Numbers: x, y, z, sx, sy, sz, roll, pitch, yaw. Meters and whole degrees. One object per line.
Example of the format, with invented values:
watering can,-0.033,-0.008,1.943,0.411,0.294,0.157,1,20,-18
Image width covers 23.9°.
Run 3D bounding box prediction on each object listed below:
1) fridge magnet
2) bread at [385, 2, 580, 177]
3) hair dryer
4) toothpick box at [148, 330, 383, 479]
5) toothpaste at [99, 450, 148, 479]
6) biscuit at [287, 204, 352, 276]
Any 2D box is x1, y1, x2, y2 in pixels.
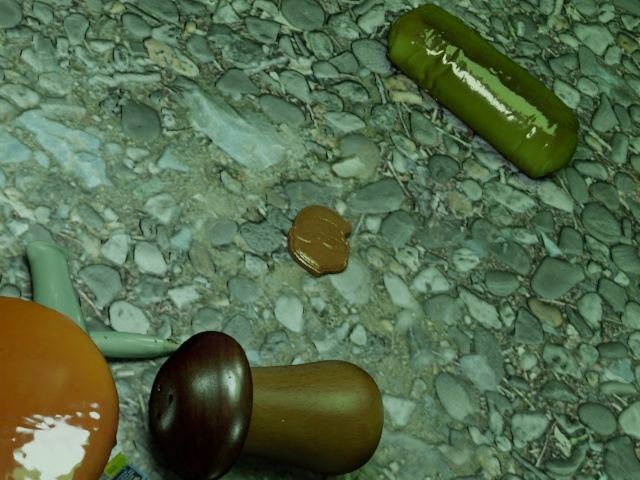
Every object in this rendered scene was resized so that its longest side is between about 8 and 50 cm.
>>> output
fridge magnet,-0.404,0.217,1.698,0.364,0.155,0.363,-2,48,3
bread,0.288,-0.268,2.595,0.383,0.112,0.166,40,45,5
hair dryer,-0.275,0.105,2.006,0.237,0.075,0.206,15,42,-30
toothpick box,-0.073,0.218,1.939,0.294,0.192,0.192,8,51,-32
toothpaste,-0.295,0.326,1.814,0.070,0.044,0.193,42,45,5
biscuit,0.000,0.000,2.272,0.102,0.019,0.130,25,47,-10
